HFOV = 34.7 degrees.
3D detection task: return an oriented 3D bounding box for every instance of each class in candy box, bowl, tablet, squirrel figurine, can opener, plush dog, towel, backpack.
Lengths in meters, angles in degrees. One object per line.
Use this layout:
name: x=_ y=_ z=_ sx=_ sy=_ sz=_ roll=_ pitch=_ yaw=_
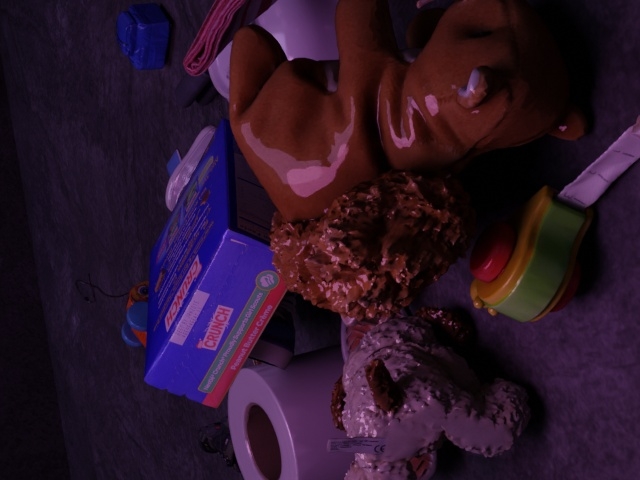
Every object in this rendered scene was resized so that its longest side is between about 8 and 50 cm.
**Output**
candy box: x=-0.141 y=0.023 z=1.434 sx=0.268 sy=0.122 sz=0.317 roll=-58 pitch=21 yaw=26
bowl: x=-0.080 y=-0.285 z=1.530 sx=0.298 sy=0.134 sz=0.297 roll=16 pitch=109 yaw=53
tablet: x=-0.307 y=-0.152 z=2.171 sx=0.083 sy=0.006 sz=0.054 roll=-41 pitch=63 yaw=58
squirrel figurine: x=0.104 y=-0.093 z=1.147 sx=0.371 sy=0.281 sz=0.396 roll=-7 pitch=70 yaw=44
can opener: x=-0.183 y=-0.284 z=1.818 sx=0.283 sy=0.076 sz=0.095 roll=-33 pitch=70 yaw=62
plush dog: x=0.096 y=0.184 z=1.290 sx=0.210 sy=0.262 sz=0.225 roll=51 pitch=-172 yaw=-23
towel: x=-0.031 y=-0.354 z=1.286 sx=0.037 sy=0.329 sz=0.237 roll=43 pitch=148 yaw=-3
backpack: x=-0.361 y=-0.408 z=2.080 sx=0.098 sy=0.101 sz=0.120 roll=-118 pitch=28 yaw=-42

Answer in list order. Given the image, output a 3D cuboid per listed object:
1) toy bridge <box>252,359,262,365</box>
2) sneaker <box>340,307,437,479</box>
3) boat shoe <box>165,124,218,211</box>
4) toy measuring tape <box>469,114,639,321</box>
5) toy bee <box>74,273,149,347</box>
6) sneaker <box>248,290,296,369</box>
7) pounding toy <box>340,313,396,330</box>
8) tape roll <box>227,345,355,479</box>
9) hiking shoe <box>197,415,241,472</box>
toy bridge: x=-0.098 y=0.242 z=1.908 sx=0.188 sy=0.026 sz=0.063 roll=57 pitch=146 yaw=36
sneaker: x=0.086 y=0.213 z=1.466 sx=0.121 sy=0.108 sz=0.302 roll=110 pitch=151 yaw=-68
boat shoe: x=-0.224 y=-0.124 z=1.917 sx=0.063 sy=0.066 sz=0.184 roll=40 pitch=98 yaw=40
toy measuring tape: x=0.249 y=0.002 z=1.073 sx=0.330 sy=0.121 sz=0.121 roll=-50 pitch=57 yaw=52
toy bee: x=-0.378 y=0.153 z=2.300 sx=0.298 sy=0.162 sz=0.195 roll=55 pitch=144 yaw=-7
sneaker: x=-0.083 y=0.060 z=1.614 sx=0.323 sy=0.130 sz=0.236 roll=-158 pitch=88 yaw=-80
pounding toy: x=0.000 y=0.000 z=1.411 sx=0.154 sy=0.155 sz=0.269 roll=-42 pitch=55 yaw=24
tape roll: x=-0.022 y=0.303 z=1.635 sx=0.246 sy=0.169 sz=0.246 roll=33 pitch=129 yaw=54
hiking shoe: x=-0.183 y=0.419 z=2.069 sx=0.227 sy=0.086 sz=0.114 roll=-41 pitch=60 yaw=58
